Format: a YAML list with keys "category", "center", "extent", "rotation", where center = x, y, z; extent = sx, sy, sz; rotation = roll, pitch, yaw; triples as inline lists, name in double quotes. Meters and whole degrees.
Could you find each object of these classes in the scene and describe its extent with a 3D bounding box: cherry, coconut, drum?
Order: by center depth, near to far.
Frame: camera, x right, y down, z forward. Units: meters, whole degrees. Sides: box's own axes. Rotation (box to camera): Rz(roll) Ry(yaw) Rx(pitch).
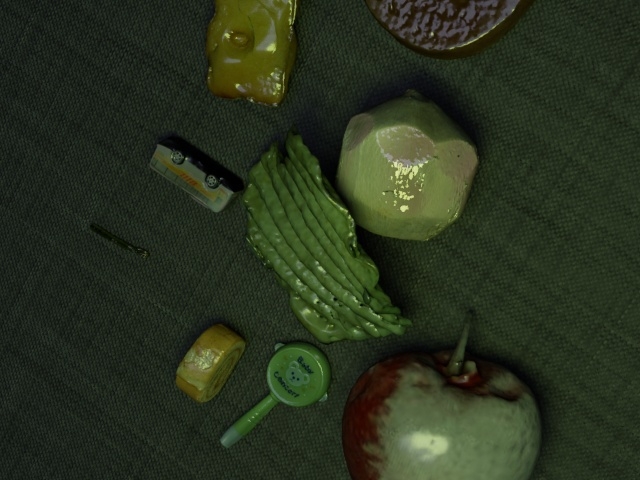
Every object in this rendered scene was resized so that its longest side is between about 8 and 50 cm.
- category: "coconut"
  center: [0.144, -0.128, 1.874]
  extent: [0.227, 0.227, 0.230]
  rotation: [20, 109, 14]
- category: "cherry"
  center: [0.203, 0.335, 1.889]
  extent: [0.326, 0.291, 0.335]
  rotation: [-14, 111, 8]
- category: "drum"
  center: [-0.071, 0.296, 2.075]
  extent: [0.130, 0.049, 0.253]
  rotation: [33, 105, 11]

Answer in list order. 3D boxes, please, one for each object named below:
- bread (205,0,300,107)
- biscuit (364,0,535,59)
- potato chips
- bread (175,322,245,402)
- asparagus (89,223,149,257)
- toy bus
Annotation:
- category: "bread"
  center: [-0.112, -0.352, 1.996]
  extent: [0.161, 0.088, 0.233]
  rotation: [16, 103, 20]
- category: "biscuit"
  center: [0.225, -0.505, 1.882]
  extent: [0.350, 0.070, 0.394]
  rotation: [46, 106, 9]
- category: "potato chips"
  center: [0.003, 0.008, 1.920]
  extent: [0.097, 0.373, 0.389]
  rotation: [-30, 92, -23]
- category: "bread"
  center: [-0.204, 0.219, 2.070]
  extent: [0.073, 0.122, 0.149]
  rotation: [35, 104, 14]
- category: "asparagus"
  center: [-0.375, 0.002, 2.152]
  extent: [0.127, 0.015, 0.018]
  rotation: [27, 105, 12]
- category: "toy bus"
  center: [-0.223, -0.117, 2.072]
  extent: [0.172, 0.057, 0.072]
  rotation: [35, 111, 11]
